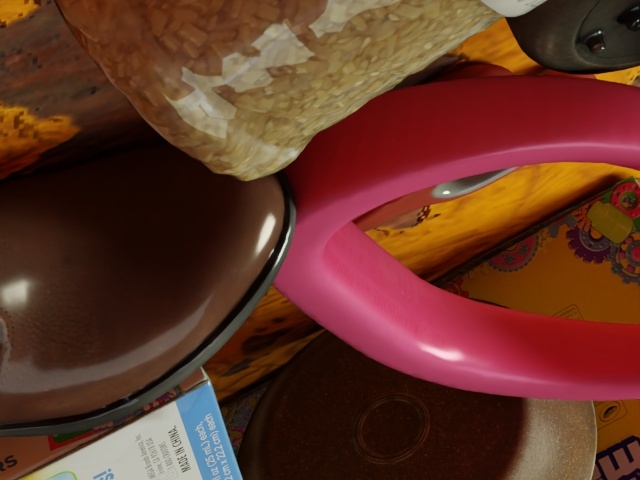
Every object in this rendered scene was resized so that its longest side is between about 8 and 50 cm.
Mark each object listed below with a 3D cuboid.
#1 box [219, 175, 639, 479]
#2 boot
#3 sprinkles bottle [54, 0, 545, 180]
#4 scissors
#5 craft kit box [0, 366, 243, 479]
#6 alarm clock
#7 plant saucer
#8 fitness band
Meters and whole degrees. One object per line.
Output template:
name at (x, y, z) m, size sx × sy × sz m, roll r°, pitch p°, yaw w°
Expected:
box at (0.144, 0.123, 1.195) m, size 0.290 × 0.177 × 0.279 m, roll -31°, pitch 161°, yaw 20°
boot at (-0.152, -0.016, 0.673) m, size 0.264 × 0.096 × 0.280 m, roll -17°, pitch 154°, yaw 3°
sprinkles bottle at (0.092, -0.150, 0.498) m, size 0.355 × 0.121 × 0.121 m, roll -31°, pitch 160°, yaw 21°
scissors at (0.000, 0.000, 0.937) m, size 0.297 × 0.021 × 0.109 m, roll -36°, pitch 157°, yaw 30°
craft kit box at (-0.145, 0.172, 0.904) m, size 0.246 × 0.061 × 0.250 m, roll -29°, pitch 142°, yaw -14°
alarm clock at (0.130, -0.107, 0.750) m, size 0.129 × 0.064 × 0.192 m, roll -26°, pitch 164°, yaw 6°
plant saucer at (0.041, 0.103, 1.024) m, size 0.198 × 0.199 × 0.036 m, roll -25°, pitch 140°, yaw 5°
fitness band at (0.095, 0.011, 0.868) m, size 0.209 × 0.054 × 0.291 m, roll -8°, pitch 156°, yaw 23°
